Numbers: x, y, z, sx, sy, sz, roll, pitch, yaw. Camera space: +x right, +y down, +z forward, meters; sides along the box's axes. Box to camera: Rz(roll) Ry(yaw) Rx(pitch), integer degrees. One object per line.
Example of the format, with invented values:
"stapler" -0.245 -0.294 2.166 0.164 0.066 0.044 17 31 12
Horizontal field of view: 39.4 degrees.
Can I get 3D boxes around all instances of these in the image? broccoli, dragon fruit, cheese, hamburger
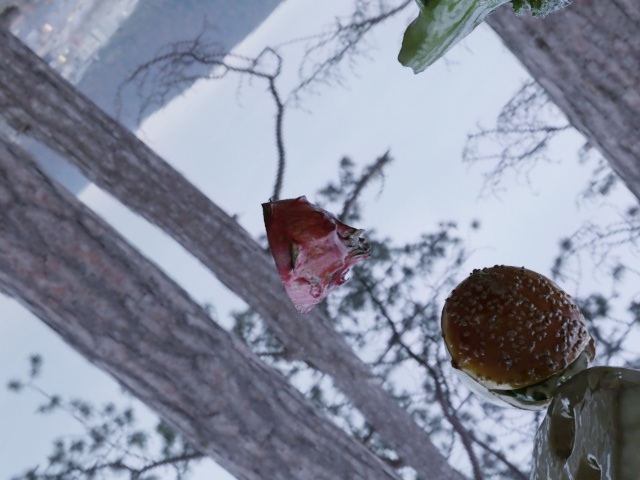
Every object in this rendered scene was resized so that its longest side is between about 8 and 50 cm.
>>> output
"broccoli" 0.235 -0.379 1.228 0.254 0.186 0.302 -12 174 -6
"dragon fruit" 0.000 0.000 1.093 0.111 0.153 0.153 -21 -164 4
"cheese" 0.352 0.309 1.098 0.318 0.115 0.326 -90 -170 -60
"hamburger" 0.282 0.138 1.301 0.236 0.237 0.147 -58 177 -34
